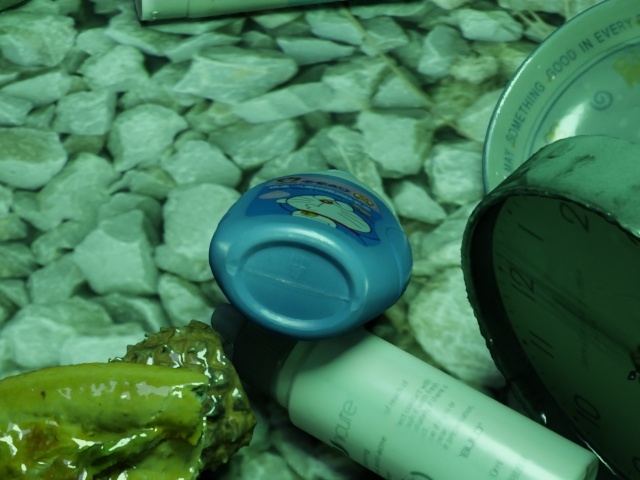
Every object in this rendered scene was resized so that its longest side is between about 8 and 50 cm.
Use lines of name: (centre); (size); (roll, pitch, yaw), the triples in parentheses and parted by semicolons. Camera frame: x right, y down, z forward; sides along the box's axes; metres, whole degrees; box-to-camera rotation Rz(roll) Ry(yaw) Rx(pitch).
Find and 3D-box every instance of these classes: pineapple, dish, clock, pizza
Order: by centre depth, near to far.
pizza: (-0.221, 0.183, 0.746); (0.268, 0.087, 0.258); (10, 76, 10)
clock: (0.213, 0.078, 0.779); (0.061, 0.313, 0.312); (-33, 55, -20)
pineapple: (-0.170, 0.144, 0.852); (0.237, 0.111, 0.119); (-22, 22, -14)
dish: (0.292, -0.075, 1.050); (0.273, 0.134, 0.273); (-20, 54, 31)

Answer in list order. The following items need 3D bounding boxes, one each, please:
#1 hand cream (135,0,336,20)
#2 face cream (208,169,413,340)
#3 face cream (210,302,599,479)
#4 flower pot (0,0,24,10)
hand cream: (-0.042, -0.284, 1.295); (0.312, 0.070, 0.111); (-9, 33, -14)
face cream: (0.000, 0.000, 0.937); (0.149, 0.083, 0.264); (18, 15, 2)
face cream: (0.046, 0.122, 0.881); (0.311, 0.092, 0.092); (28, 51, 22)
flower pot: (-0.379, -0.356, 1.262); (0.246, 0.195, 0.246); (2, 46, -2)
